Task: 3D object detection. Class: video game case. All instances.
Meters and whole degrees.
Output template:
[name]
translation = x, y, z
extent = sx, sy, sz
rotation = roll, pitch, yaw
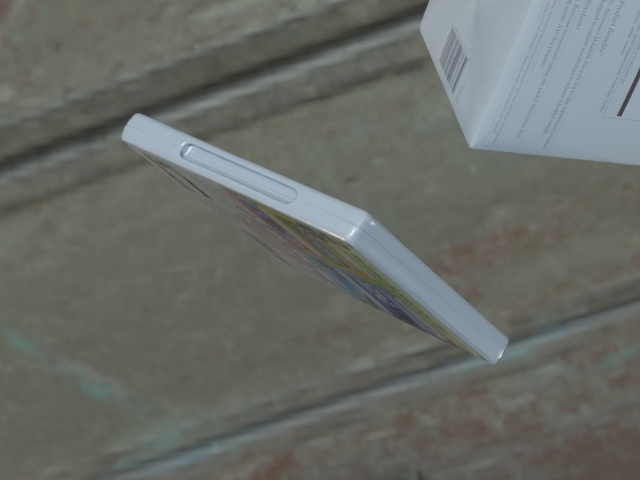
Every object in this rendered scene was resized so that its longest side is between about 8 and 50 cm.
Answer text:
[video game case]
translation = 0.000, 0.000, 1.181
extent = 0.023, 0.193, 0.212
rotation = -60, 144, -7

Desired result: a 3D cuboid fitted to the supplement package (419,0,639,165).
[supplement package]
translation = 0.211, -0.138, 1.221
extent = 0.244, 0.139, 0.134
rotation = 5, 130, -19
